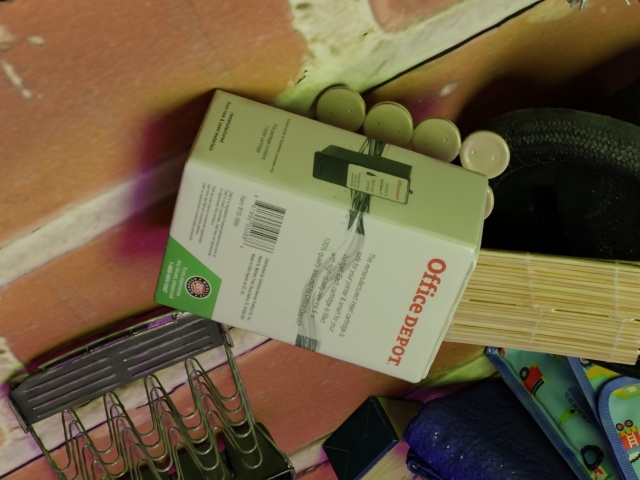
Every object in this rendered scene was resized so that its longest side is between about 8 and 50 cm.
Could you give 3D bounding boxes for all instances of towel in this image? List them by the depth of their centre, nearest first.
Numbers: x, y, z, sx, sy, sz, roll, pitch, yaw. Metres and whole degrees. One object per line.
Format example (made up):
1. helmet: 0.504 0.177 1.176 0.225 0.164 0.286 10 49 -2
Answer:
1. towel: 0.237 0.253 1.445 0.227 0.308 0.076 -3 125 -60

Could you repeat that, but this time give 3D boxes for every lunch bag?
1. lunch bag: 0.328 0.159 1.430 0.220 0.293 0.138 -10 142 -25

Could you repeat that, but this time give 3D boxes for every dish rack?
1. dish rack: -0.144 0.167 1.312 0.208 0.074 0.271 -24 145 -7

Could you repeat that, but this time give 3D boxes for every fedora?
1. fedora: 0.263 -0.028 1.232 0.152 0.334 0.334 -56 155 -26

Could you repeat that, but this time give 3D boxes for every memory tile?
1. memory tile: 0.058 -0.046 1.134 0.148 0.012 0.113 17 115 3

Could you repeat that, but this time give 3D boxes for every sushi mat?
1. sushi mat: 0.102 0.043 1.222 0.316 0.019 0.151 6 146 9

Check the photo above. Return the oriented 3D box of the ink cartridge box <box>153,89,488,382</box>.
1. ink cartridge box: 0.000 0.000 1.095 0.208 0.087 0.153 18 135 -2

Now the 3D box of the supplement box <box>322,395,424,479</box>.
1. supplement box: 0.064 0.204 1.517 0.083 0.056 0.083 13 129 -44

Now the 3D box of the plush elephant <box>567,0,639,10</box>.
1. plush elephant: 0.303 -0.231 0.948 0.255 0.272 0.330 -7 171 -7
